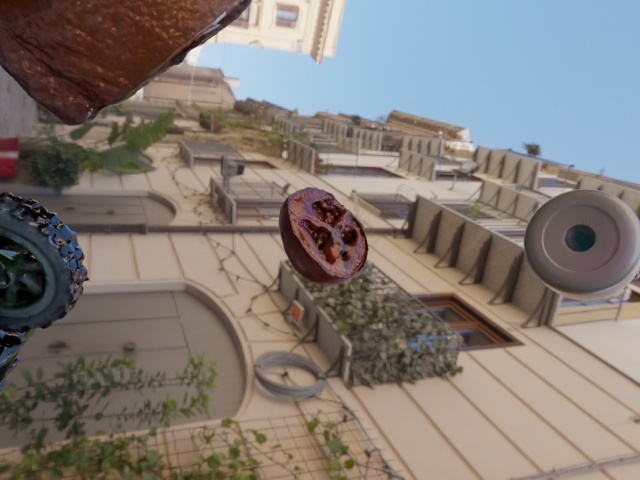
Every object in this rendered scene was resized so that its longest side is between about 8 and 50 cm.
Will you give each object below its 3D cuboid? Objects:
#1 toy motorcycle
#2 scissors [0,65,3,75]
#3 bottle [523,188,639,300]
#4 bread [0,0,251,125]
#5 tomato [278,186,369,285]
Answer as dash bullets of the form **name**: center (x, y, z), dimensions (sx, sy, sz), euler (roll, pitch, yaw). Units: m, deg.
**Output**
- **toy motorcycle**: center (-0.397, 0.091, 0.511), dimensions (0.410, 0.237, 0.169), euler (-51, -173, 21)
- **scissors**: center (-0.271, -0.105, 0.403), dimensions (0.100, 0.015, 0.189), euler (-67, -160, 12)
- **bottle**: center (0.401, 0.025, 0.812), dimensions (0.147, 0.236, 0.147), euler (-9, -108, 28)
- **bread**: center (-0.139, -0.223, 0.390), dimensions (0.244, 0.123, 0.190), euler (-25, -118, 18)
- **tomato**: center (-0.002, 0.004, 1.147), dimensions (0.101, 0.228, 0.228), euler (-41, -129, 40)
